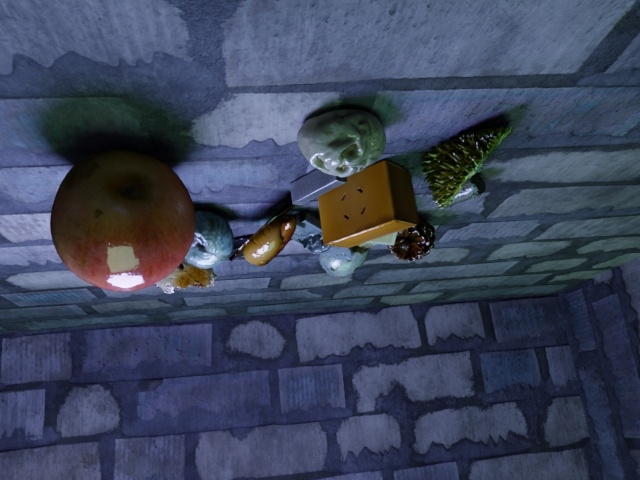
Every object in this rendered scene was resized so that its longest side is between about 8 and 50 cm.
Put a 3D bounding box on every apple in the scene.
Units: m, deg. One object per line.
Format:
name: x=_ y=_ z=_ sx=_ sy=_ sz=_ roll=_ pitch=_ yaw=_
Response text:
apple: x=-0.499 y=-0.060 z=1.512 sx=0.363 sy=0.364 sz=0.364 roll=-5 pitch=163 yaw=-2

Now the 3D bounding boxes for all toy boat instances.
toy boat: x=0.000 y=0.000 z=2.147 sx=0.319 sy=0.092 sz=0.141 roll=29 pitch=144 yaw=-34

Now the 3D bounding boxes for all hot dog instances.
hot dog: x=-0.169 y=-0.001 z=1.984 sx=0.194 sy=0.107 sz=0.326 roll=-47 pitch=-174 yaw=-38

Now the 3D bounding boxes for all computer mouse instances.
computer mouse: x=-0.300 y=0.017 z=2.297 sx=0.172 sy=0.057 sz=0.099 roll=-21 pitch=158 yaw=10

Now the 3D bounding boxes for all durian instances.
durian: x=0.412 y=-0.202 z=1.666 sx=0.198 sy=0.163 sz=0.394 roll=-2 pitch=156 yaw=-19

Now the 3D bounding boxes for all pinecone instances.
pinecone: x=0.334 y=-0.006 z=2.230 sx=0.185 sy=0.169 sz=0.212 roll=-32 pitch=165 yaw=27

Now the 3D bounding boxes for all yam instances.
yam: x=0.449 y=-0.159 z=1.935 sx=0.078 sy=0.078 sz=0.179 roll=11 pitch=157 yaw=-42

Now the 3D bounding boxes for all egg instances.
egg: x=0.098 y=0.048 z=2.328 sx=0.231 sy=0.169 sz=0.169 roll=-36 pitch=149 yaw=27

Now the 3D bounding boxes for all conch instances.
conch: x=-0.402 y=-0.006 z=2.018 sx=0.220 sy=0.196 sz=0.277 roll=26 pitch=177 yaw=-17

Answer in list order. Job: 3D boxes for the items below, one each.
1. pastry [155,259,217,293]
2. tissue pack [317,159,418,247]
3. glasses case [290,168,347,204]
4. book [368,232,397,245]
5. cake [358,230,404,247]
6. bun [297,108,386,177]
pastry: x=-0.560 y=0.117 z=2.364 sx=0.255 sy=0.171 sz=0.236 roll=2 pitch=-178 yaw=-36
tissue pack: x=0.142 y=-0.105 z=1.822 sx=0.274 sy=0.195 sz=0.145 roll=-18 pitch=163 yaw=37
glasses case: x=-0.008 y=-0.170 z=1.758 sx=0.047 sy=0.071 sz=0.205 roll=6 pitch=159 yaw=-41
book: x=0.150 y=-0.062 z=2.033 sx=0.241 sy=0.018 sz=0.170 roll=5 pitch=128 yaw=-3
cake: x=0.201 y=-0.045 z=2.168 sx=0.109 sy=0.090 sz=0.225 roll=8 pitch=153 yaw=-35
bun: x=0.057 y=-0.232 z=1.486 sx=0.230 sy=0.133 sz=0.231 roll=-4 pitch=161 yaw=-1
